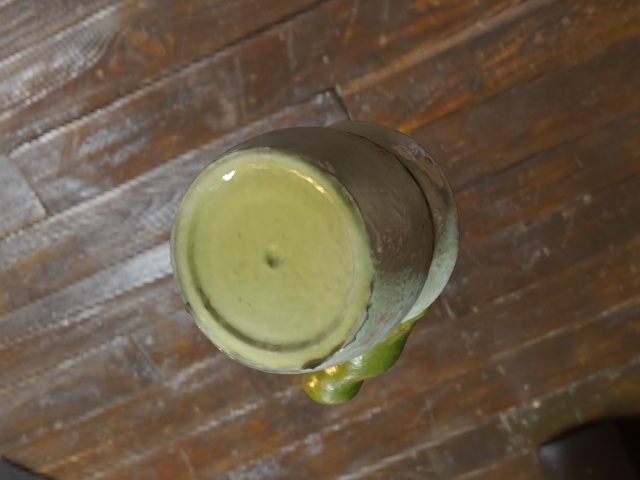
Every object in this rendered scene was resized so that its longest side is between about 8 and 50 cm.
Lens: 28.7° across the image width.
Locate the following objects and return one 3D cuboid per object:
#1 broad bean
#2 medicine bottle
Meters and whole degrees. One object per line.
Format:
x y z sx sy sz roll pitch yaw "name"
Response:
0.042 0.090 1.232 0.098 0.056 0.318 -1 150 -11 "broad bean"
0.000 0.000 0.783 0.147 0.143 0.147 6 104 25 "medicine bottle"
